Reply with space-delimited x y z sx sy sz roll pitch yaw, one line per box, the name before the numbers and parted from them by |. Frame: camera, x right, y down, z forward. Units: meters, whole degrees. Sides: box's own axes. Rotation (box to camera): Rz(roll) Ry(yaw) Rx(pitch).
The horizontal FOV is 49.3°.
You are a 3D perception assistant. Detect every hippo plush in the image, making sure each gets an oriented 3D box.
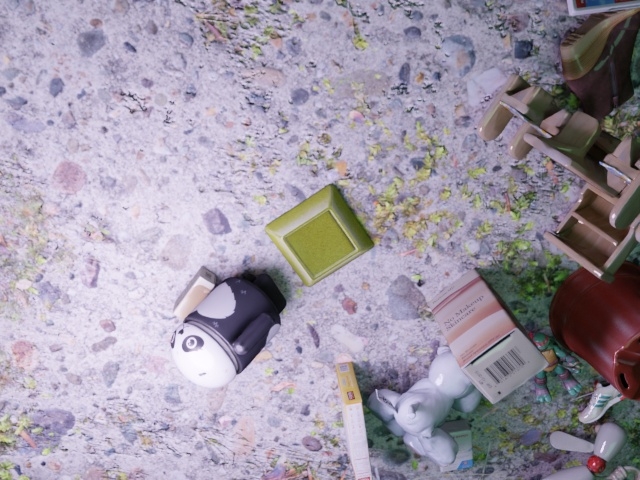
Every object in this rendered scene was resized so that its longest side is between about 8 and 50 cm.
hippo plush | 0.261 0.366 1.692 0.236 0.234 0.294 -48 129 -19

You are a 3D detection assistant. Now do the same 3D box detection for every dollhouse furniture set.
dollhouse furniture set | 0.532 -0.097 1.429 0.394 0.362 0.256 18 111 -44

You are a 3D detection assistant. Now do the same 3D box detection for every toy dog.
toy dog | 0.665 0.618 1.860 0.333 0.161 0.220 -31 110 -9

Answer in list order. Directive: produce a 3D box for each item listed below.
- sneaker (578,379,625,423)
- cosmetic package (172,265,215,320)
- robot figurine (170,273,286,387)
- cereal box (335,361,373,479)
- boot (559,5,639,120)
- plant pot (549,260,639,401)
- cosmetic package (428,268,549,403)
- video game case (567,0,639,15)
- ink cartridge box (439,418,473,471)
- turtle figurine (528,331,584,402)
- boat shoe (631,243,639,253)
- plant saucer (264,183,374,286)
sneaker | 0.724 0.404 1.812 0.161 0.057 0.075 -42 93 13
cosmetic package | -0.286 0.122 1.582 0.041 0.060 0.115 33 107 -17
robot figurine | -0.200 0.189 1.520 0.173 0.278 0.209 37 147 11
cereal box | 0.081 0.441 1.691 0.047 0.173 0.240 -10 114 -3
boot | 0.627 -0.394 1.469 0.248 0.090 0.207 -37 125 4
plant pot | 0.711 0.219 1.613 0.272 0.265 0.272 -2 113 -5
cosmetic package | 0.364 0.203 1.555 0.153 0.296 0.129 -40 109 9
video game case | 0.613 -0.558 1.367 0.285 0.025 0.204 -8 86 -3
ink cartridge box | 0.347 0.535 1.821 0.088 0.052 0.122 -8 114 -3
turtle figurine | 0.556 0.301 1.709 0.175 0.118 0.234 -8 132 29
boat shoe | 0.718 0.032 1.663 0.100 0.035 0.035 -26 110 -2
plant saucer | 0.000 0.000 1.569 0.188 0.045 0.188 -33 111 8
